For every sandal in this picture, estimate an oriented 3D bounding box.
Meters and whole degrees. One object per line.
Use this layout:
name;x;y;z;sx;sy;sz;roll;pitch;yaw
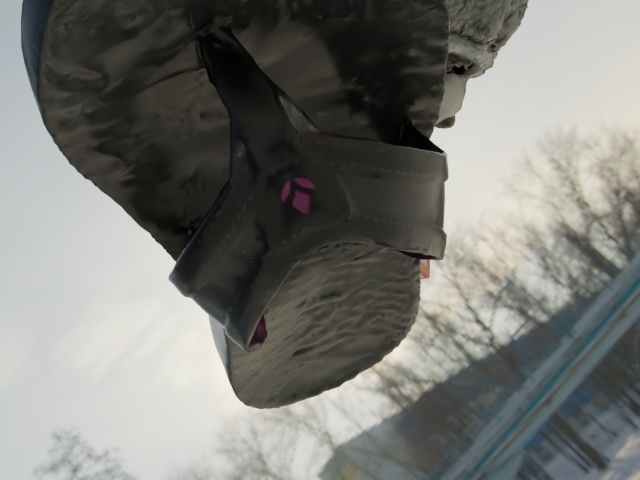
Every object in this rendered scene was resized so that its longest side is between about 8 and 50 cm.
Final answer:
sandal;0.002;0.000;0.492;0.168;0.107;0.445;-27;-28;-5

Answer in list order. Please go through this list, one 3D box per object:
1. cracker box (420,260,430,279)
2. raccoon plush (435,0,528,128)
cracker box;0.029;-0.076;0.969;0.067;0.155;0.232;-13;-36;27
raccoon plush;-0.036;-0.259;0.714;0.299;0.216;0.446;-23;-58;19
